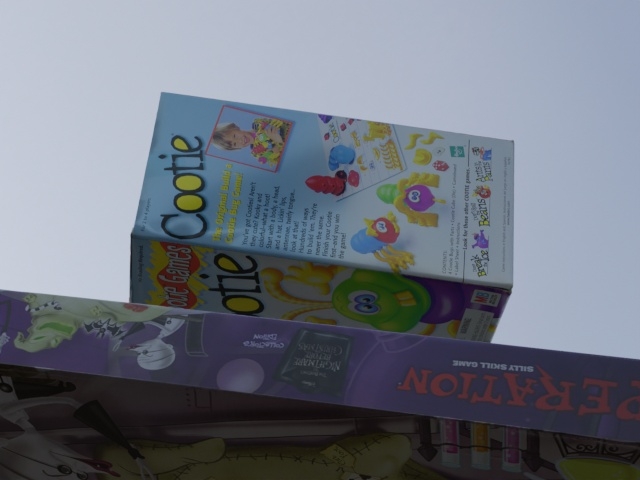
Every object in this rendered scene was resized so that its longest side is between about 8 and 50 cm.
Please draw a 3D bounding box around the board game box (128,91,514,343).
[{"bbox_3d":[0.000,0.000,1.132,0.275,0.144,0.142,8,-36,-2],"label":"board game box"}]

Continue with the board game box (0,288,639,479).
[{"bbox_3d":[-0.010,0.120,0.630,0.347,0.056,0.208,5,-43,13],"label":"board game box"}]
